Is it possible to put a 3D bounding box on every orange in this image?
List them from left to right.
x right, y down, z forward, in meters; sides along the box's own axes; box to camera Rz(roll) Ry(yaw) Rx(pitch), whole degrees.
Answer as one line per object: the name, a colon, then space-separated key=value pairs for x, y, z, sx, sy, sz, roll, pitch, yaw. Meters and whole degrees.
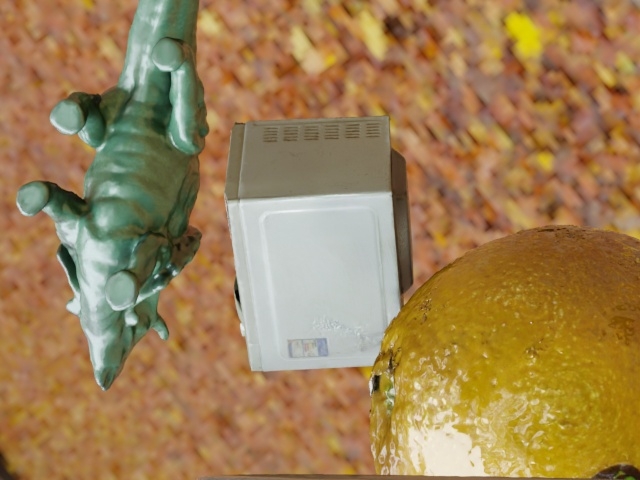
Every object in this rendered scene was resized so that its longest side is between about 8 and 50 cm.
orange: x=0.170 y=0.119 z=1.354 sx=0.274 sy=0.274 sz=0.274 roll=45 pitch=161 yaw=20

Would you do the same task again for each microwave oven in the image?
microwave oven: x=0.000 y=0.000 z=1.692 sx=0.129 sy=0.163 sz=0.205 roll=-90 pitch=-4 yaw=-49

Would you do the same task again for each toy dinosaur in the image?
toy dinosaur: x=-0.101 y=-0.057 z=1.037 sx=0.079 sy=0.120 sz=0.292 roll=15 pitch=112 yaw=19

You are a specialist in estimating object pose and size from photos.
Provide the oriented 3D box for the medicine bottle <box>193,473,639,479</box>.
medicine bottle: x=0.052 y=0.243 z=0.721 sx=0.245 sy=0.245 sz=0.306 roll=161 pitch=110 yaw=-72
